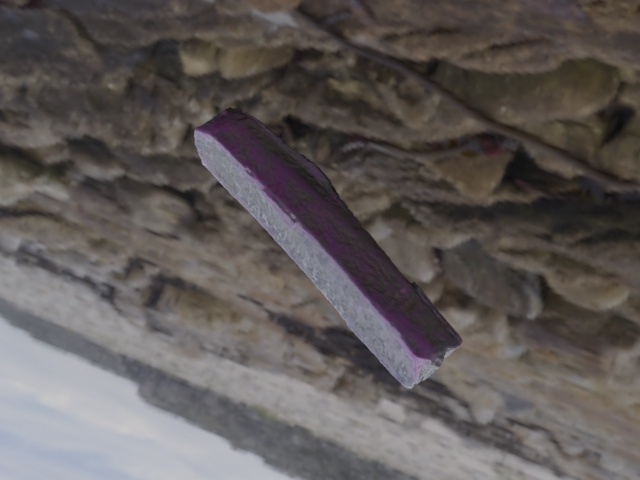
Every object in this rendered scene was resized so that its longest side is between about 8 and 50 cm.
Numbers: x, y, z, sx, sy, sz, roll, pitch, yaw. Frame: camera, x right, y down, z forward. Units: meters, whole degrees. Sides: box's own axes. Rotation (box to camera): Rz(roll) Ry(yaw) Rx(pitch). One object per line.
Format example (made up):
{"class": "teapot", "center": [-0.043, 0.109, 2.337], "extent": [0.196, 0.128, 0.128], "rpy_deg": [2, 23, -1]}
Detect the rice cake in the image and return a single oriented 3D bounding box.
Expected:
{"class": "rice cake", "center": [0.000, 0.000, 0.690], "extent": [0.206, 0.036, 0.047], "rpy_deg": [49, -143, 17]}
